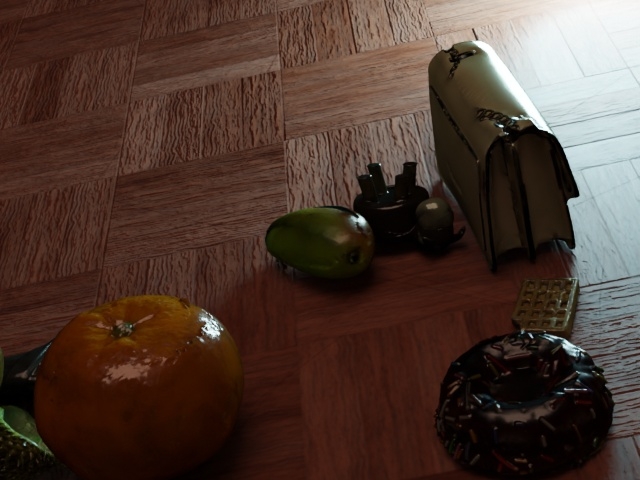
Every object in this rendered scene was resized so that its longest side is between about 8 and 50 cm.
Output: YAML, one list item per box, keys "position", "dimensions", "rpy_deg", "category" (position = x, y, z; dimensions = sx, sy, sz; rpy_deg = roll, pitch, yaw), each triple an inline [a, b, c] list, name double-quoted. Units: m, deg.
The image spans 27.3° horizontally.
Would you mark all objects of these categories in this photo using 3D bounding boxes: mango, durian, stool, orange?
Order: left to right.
- position: [-0.415, 0.282, 1.846]
  dimensions: [0.100, 0.086, 0.215]
  rpy_deg: [-13, 24, -27]
  category: "durian"
- position: [-0.241, 0.201, 1.755]
  dimensions: [0.283, 0.226, 0.284]
  rpy_deg: [-11, 27, 6]
  category: "orange"
- position: [0.000, 0.000, 2.100]
  dimensions: [0.125, 0.111, 0.233]
  rpy_deg: [-7, 9, -35]
  category: "mango"
- position: [0.136, -0.052, 2.117]
  dimensions: [0.125, 0.121, 0.217]
  rpy_deg: [-22, 28, -39]
  category: "stool"

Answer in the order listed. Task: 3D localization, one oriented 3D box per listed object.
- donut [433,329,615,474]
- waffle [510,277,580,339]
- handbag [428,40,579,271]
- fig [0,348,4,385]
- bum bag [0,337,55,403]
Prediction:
- position: [0.257, 0.203, 1.692]
  dimensions: [0.235, 0.089, 0.235]
  rpy_deg: [-9, 33, 6]
  category: "donut"
- position: [0.322, 0.098, 1.898]
  dimensions: [0.092, 0.021, 0.135]
  rpy_deg: [1, 33, 21]
  category: "waffle"
- position: [0.282, -0.148, 2.100]
  dimensions: [0.160, 0.237, 0.358]
  rpy_deg: [-17, 31, -1]
  category: "handbag"
- position: [-0.509, 0.235, 1.768]
  dimensions: [0.190, 0.191, 0.290]
  rpy_deg: [-17, 56, -6]
  category: "fig"
- position: [-0.447, 0.196, 1.973]
  dimensions: [0.326, 0.080, 0.142]
  rpy_deg: [-7, 17, 7]
  category: "bum bag"
